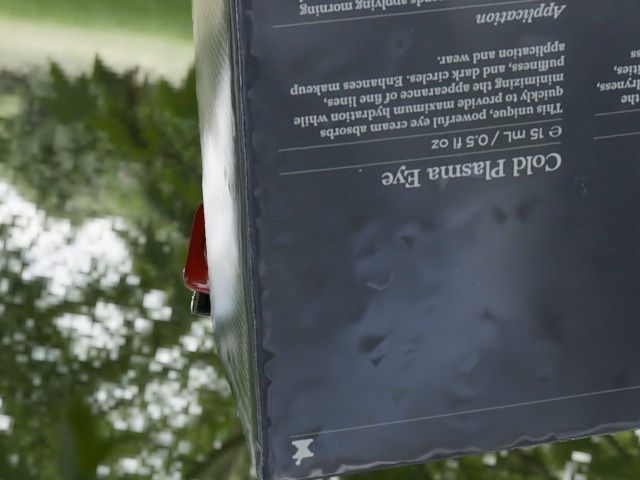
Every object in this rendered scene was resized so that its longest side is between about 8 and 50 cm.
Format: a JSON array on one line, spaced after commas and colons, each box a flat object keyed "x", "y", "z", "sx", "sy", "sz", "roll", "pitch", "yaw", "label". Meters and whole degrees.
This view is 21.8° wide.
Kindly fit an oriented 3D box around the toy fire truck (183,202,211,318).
[{"x": 0.000, "y": 0.000, "z": 1.378, "sx": 0.217, "sy": 0.159, "sz": 0.246, "roll": 11, "pitch": 176, "yaw": -2, "label": "toy fire truck"}]

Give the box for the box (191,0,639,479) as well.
[{"x": 0.108, "y": -0.062, "z": 0.915, "sx": 0.343, "sy": 0.313, "sz": 0.179, "roll": -7, "pitch": -151, "yaw": -10, "label": "box"}]
